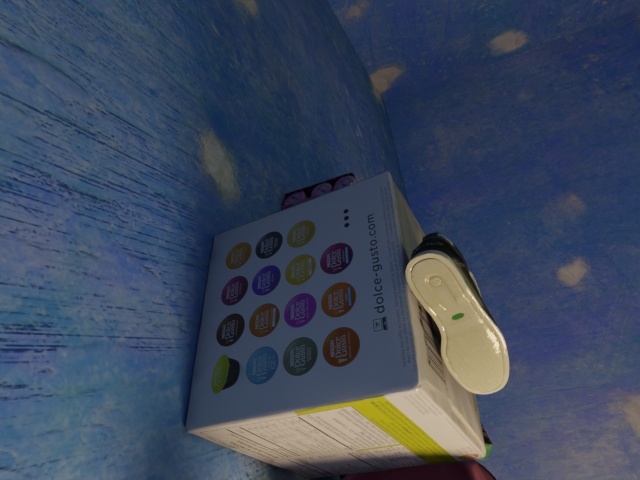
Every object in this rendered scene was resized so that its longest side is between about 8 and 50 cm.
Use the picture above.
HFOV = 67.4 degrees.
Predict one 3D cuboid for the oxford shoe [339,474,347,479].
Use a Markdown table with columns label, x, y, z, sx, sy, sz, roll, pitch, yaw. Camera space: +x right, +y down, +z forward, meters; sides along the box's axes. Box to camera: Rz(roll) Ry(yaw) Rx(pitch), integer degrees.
| label | x | y | z | sx | sy | sz | roll | pitch | yaw |
| --- | --- | --- | --- | --- | --- | --- | --- | --- | --- |
| oxford shoe | 0.072 | 0.395 | 1.100 | 0.363 | 0.130 | 0.132 | -71 | 173 | -70 |

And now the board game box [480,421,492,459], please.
| label | x | y | z | sx | sy | sz | roll | pitch | yaw |
| --- | --- | --- | --- | --- | --- | --- | --- | --- | --- |
| board game box | 0.171 | 0.348 | 1.013 | 0.213 | 0.317 | 0.046 | -98 | -161 | -66 |

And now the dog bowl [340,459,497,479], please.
| label | x | y | z | sx | sy | sz | roll | pitch | yaw |
| --- | --- | --- | --- | --- | --- | --- | --- | --- | --- |
| dog bowl | 0.136 | 0.493 | 0.749 | 0.150 | 0.408 | 0.408 | 59 | 21 | -7 |

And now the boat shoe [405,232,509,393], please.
| label | x | y | z | sx | sy | sz | roll | pitch | yaw |
| --- | --- | --- | --- | --- | --- | --- | --- | --- | --- |
| boat shoe | 0.185 | 0.098 | 0.625 | 0.233 | 0.084 | 0.079 | 62 | 24 | -16 |

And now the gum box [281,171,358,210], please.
| label | x | y | z | sx | sy | sz | roll | pitch | yaw |
| --- | --- | --- | --- | --- | --- | --- | --- | --- | --- |
| gum box | 0.016 | -0.082 | 1.161 | 0.062 | 0.188 | 0.107 | -81 | 150 | -52 |

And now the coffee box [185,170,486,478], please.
| label | x | y | z | sx | sy | sz | roll | pitch | yaw |
| --- | --- | --- | --- | --- | --- | --- | --- | --- | --- |
| coffee box | 0.035 | 0.163 | 0.786 | 0.338 | 0.334 | 0.337 | 49 | 31 | -45 |
